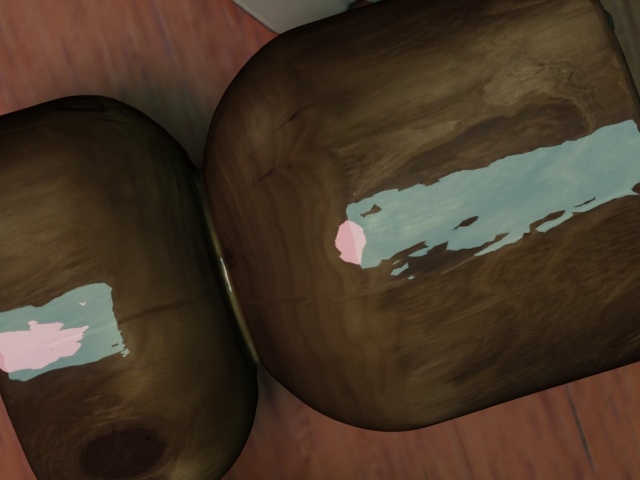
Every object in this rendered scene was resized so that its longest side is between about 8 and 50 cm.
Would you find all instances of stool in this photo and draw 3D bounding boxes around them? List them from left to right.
[{"bbox_3d":[0.000,0.000,0.737,0.264,0.179,0.179,-17,95,0],"label":"stool"}]

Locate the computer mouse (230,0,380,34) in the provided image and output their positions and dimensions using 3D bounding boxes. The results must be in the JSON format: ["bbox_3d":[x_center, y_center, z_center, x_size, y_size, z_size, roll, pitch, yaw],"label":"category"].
[{"bbox_3d":[-0.044,-0.158,0.784,0.181,0.056,0.089,37,98,-5],"label":"computer mouse"}]
